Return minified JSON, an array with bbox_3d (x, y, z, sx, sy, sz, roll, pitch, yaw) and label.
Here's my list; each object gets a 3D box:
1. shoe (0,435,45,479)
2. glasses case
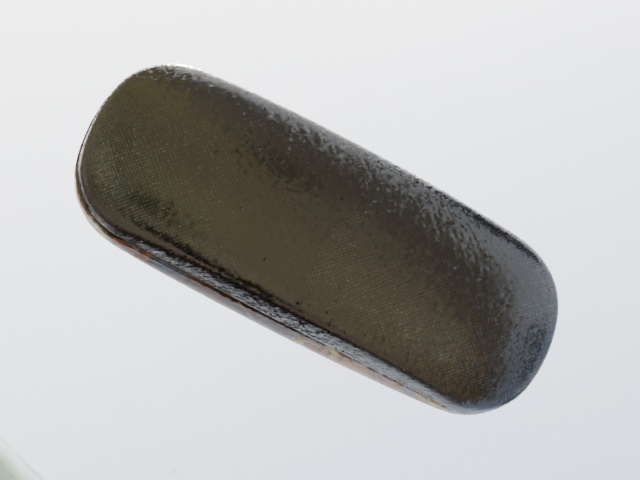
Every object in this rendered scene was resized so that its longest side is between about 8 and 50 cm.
[{"bbox_3d":[-0.167,0.150,0.795,0.131,0.363,0.160,-36,-117,2],"label":"shoe"},{"bbox_3d":[0.000,0.000,1.079,0.122,0.321,0.082,-65,-172,-18],"label":"glasses case"}]
